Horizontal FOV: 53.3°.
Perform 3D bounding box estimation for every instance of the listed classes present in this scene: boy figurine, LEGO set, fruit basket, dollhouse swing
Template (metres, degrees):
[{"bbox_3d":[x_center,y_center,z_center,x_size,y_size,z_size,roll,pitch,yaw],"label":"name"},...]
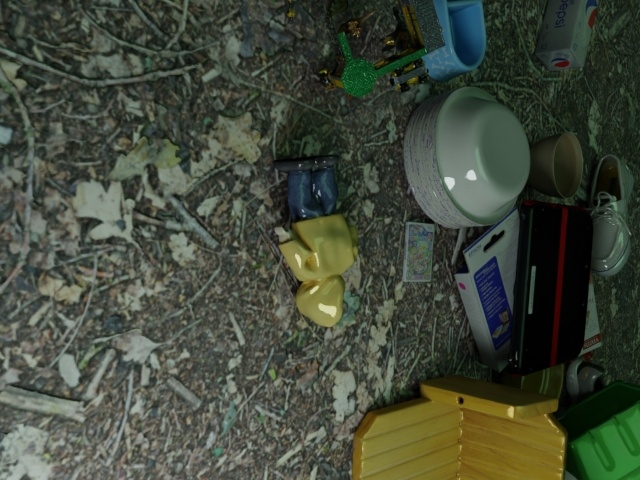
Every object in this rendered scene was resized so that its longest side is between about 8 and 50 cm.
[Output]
[{"bbox_3d":[0.000,0.000,1.064,0.177,0.092,0.285,-18,106,-42],"label":"boy figurine"},{"bbox_3d":[0.060,-0.412,1.074,0.255,0.192,0.331,-34,116,-5],"label":"LEGO set"},{"bbox_3d":[0.793,0.606,1.708,0.392,0.283,0.391,0,89,-12],"label":"fruit basket"},{"bbox_3d":[0.270,0.477,1.236,0.305,0.315,0.346,-4,98,-54],"label":"dollhouse swing"}]

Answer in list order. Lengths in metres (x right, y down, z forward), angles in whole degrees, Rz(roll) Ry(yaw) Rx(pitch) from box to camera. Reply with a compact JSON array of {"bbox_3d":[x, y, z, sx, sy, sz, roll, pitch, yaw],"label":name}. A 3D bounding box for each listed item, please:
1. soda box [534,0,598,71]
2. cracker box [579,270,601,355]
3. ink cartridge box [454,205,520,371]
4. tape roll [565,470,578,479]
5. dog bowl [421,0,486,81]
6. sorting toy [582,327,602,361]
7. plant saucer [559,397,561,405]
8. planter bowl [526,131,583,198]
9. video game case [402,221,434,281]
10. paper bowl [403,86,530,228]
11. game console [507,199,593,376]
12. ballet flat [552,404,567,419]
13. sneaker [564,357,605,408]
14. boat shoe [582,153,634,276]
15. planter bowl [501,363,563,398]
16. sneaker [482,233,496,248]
[{"bbox_3d":[0.646,-0.586,1.644,0.091,0.098,0.286,29,72,-42],"label":"soda box"},{"bbox_3d":[0.641,0.196,1.674,0.156,0.067,0.232,-21,110,-13],"label":"cracker box"},{"bbox_3d":[0.401,0.110,1.433,0.176,0.069,0.370,-37,126,-21],"label":"ink cartridge box"},{"bbox_3d":[0.489,0.639,1.476,0.169,0.246,0.246,-42,120,-33],"label":"tape roll"},{"bbox_3d":[0.264,-0.477,1.298,0.166,0.074,0.297,-24,110,-41],"label":"dog bowl"},{"bbox_3d":[0.714,0.212,1.793,0.132,0.046,0.274,-47,115,-31],"label":"sorting toy"},{"bbox_3d":[0.642,0.427,1.767,0.067,0.018,0.191,-24,108,-41],"label":"plant saucer"},{"bbox_3d":[0.566,-0.184,1.586,0.162,0.109,0.162,-4,95,-43],"label":"planter bowl"},{"bbox_3d":[0.203,0.024,1.316,0.087,0.011,0.121,3,90,-44],"label":"video game case"},{"bbox_3d":[0.313,-0.170,1.293,0.284,0.148,0.284,3,85,-38],"label":"paper bowl"},{"bbox_3d":[0.531,0.106,1.475,0.342,0.060,0.386,1,93,-45],"label":"game console"},{"bbox_3d":[0.578,0.457,1.673,0.203,0.074,0.074,-17,105,-36],"label":"ballet flat"},{"bbox_3d":[0.778,0.473,1.841,0.100,0.108,0.271,-28,113,-41],"label":"sneaker"},{"bbox_3d":[0.811,-0.087,1.814,0.156,0.136,0.367,36,66,-40],"label":"boat shoe"},{"bbox_3d":[0.513,0.339,1.585,0.217,0.090,0.217,-4,96,-43],"label":"planter bowl"},{"bbox_3d":[0.424,0.036,1.508,0.089,0.051,0.170,-41,125,-34],"label":"sneaker"}]
